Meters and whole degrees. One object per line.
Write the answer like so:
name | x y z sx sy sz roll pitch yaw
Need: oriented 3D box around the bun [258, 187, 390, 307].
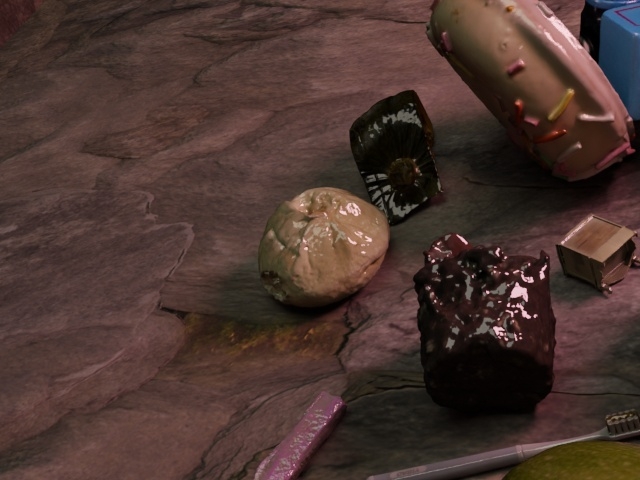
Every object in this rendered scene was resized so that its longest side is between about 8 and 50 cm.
bun | 0.000 0.000 1.644 0.220 0.134 0.220 -17 35 12

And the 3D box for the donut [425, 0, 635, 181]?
donut | 0.306 -0.242 1.587 0.142 0.382 0.382 -41 34 8

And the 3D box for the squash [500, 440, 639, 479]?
squash | 0.259 0.298 0.968 0.310 0.310 0.309 -40 36 -19

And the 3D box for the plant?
plant | 0.211 0.097 1.352 0.178 0.204 0.234 -7 45 19

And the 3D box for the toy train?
toy train | 0.549 -0.307 1.631 0.300 0.188 0.265 -15 36 -12

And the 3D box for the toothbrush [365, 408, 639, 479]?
toothbrush | 0.216 0.258 1.271 0.342 0.030 0.025 -18 31 14

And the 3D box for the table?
table | 0.381 0.018 1.448 0.079 0.062 0.083 -39 37 -19

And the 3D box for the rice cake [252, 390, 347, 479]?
rice cake | -0.035 0.282 1.389 0.047 0.036 0.206 15 50 37

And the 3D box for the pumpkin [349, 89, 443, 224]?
pumpkin | 0.123 -0.153 1.774 0.131 0.126 0.248 -20 36 11
